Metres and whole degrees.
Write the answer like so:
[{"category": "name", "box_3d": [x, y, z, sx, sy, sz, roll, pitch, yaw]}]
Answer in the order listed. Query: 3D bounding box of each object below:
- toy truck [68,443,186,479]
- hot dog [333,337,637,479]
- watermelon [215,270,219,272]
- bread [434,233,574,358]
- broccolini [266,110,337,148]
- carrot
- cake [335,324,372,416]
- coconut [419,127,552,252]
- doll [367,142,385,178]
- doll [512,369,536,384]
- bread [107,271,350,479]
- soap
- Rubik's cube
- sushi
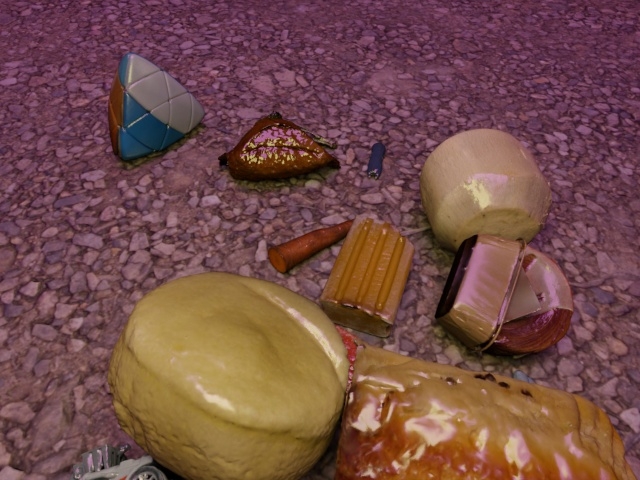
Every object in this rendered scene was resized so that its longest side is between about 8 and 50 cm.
[{"category": "toy truck", "box_3d": [-0.258, 0.418, 0.614, 0.185, 0.133, 0.338, -12, 52, 3]}, {"category": "hot dog", "box_3d": [0.194, 0.334, 0.614, 0.366, 0.196, 0.367, 9, 84, 8]}, {"category": "watermelon", "box_3d": [-0.188, 0.101, 0.911, 0.125, 0.094, 0.135, -15, 48, -7]}, {"category": "bread", "box_3d": [0.329, 0.102, 0.883, 0.212, 0.142, 0.224, 25, 70, 3]}, {"category": "broccolini", "box_3d": [-0.056, -0.267, 1.254, 0.201, 0.073, 0.058, 18, 34, 10]}, {"category": "carrot", "box_3d": [0.000, 0.000, 1.041, 0.224, 0.057, 0.057, -24, 54, -29]}, {"category": "cake", "box_3d": [0.006, 0.205, 0.833, 0.221, 0.086, 0.116, 26, 51, 18]}, {"category": "coconut", "box_3d": [0.327, -0.100, 1.015, 0.245, 0.245, 0.247, -1, 50, -3]}, {"category": "doll", "box_3d": [0.137, -0.196, 1.226, 0.037, 0.027, 0.125, 10, 53, 7]}, {"category": "doll", "box_3d": [0.323, 0.295, 0.784, 0.120, 0.075, 0.179, 34, 31, -27]}, {"category": "bread", "box_3d": [-0.124, 0.197, 0.700, 0.321, 0.237, 0.320, 14, 24, -6]}, {"category": "soap", "box_3d": [0.098, 0.061, 0.970, 0.140, 0.073, 0.232, 17, 50, 10]}, {"category": "Rubik's cube", "box_3d": [-0.420, -0.328, 1.256, 0.255, 0.254, 0.254, 1, 49, -1]}, {"category": "sushi", "box_3d": [-0.096, -0.216, 1.166, 0.287, 0.140, 0.149, -10, 88, -11]}]
